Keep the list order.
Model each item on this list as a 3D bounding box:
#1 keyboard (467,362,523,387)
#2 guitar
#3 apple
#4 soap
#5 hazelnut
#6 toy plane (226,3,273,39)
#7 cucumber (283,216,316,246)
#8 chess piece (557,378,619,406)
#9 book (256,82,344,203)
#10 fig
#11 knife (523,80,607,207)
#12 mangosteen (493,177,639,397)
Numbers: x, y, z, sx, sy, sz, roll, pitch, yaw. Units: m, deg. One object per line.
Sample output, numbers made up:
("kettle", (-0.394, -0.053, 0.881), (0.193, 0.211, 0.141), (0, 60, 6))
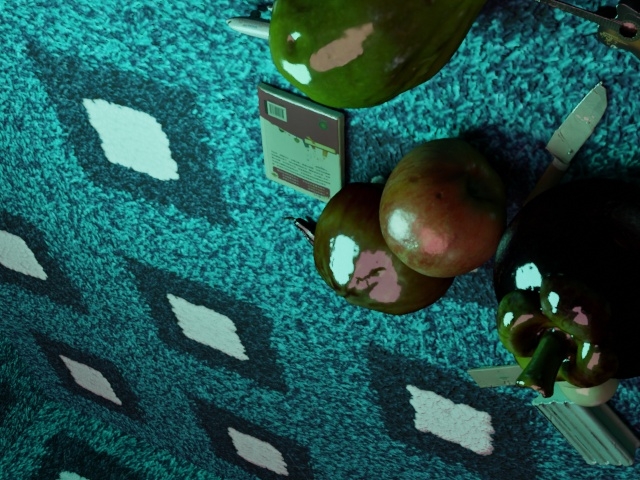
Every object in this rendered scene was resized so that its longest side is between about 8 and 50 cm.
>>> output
("keyboard", (0.365, 0.265, 1.903), (0.055, 0.017, 0.166), (50, 145, -17))
("guitar", (0.341, -0.274, 1.173), (0.233, 0.025, 0.088), (25, 148, 15))
("apple", (0.191, -0.051, 1.451), (0.209, 0.209, 0.164), (39, 136, -10))
("soap", (0.510, 0.348, 1.838), (0.198, 0.063, 0.114), (47, 148, -21))
("hazelnut", (0.106, 0.017, 1.617), (0.251, 0.217, 0.217), (29, 149, 8))
("toy plane", (-0.036, -0.306, 1.441), (0.226, 0.058, 0.226), (24, 149, 21))
("cucumber", (0.000, 0.000, 1.853), (0.163, 0.043, 0.039), (44, -171, -12))
("chess piece", (0.432, 0.192, 1.638), (0.144, 0.144, 0.251), (3, 142, 40))
("book", (-0.031, -0.161, 1.669), (0.162, 0.022, 0.232), (24, 148, 19))
("fig", (0.097, -0.272, 1.214), (0.314, 0.233, 0.233), (12, 143, 23))
("knife", (0.344, -0.126, 1.381), (0.047, 0.017, 0.298), (35, 150, 9))
("mangosteen", (0.376, 0.056, 1.329), (0.297, 0.297, 0.313), (14, -173, 29))
